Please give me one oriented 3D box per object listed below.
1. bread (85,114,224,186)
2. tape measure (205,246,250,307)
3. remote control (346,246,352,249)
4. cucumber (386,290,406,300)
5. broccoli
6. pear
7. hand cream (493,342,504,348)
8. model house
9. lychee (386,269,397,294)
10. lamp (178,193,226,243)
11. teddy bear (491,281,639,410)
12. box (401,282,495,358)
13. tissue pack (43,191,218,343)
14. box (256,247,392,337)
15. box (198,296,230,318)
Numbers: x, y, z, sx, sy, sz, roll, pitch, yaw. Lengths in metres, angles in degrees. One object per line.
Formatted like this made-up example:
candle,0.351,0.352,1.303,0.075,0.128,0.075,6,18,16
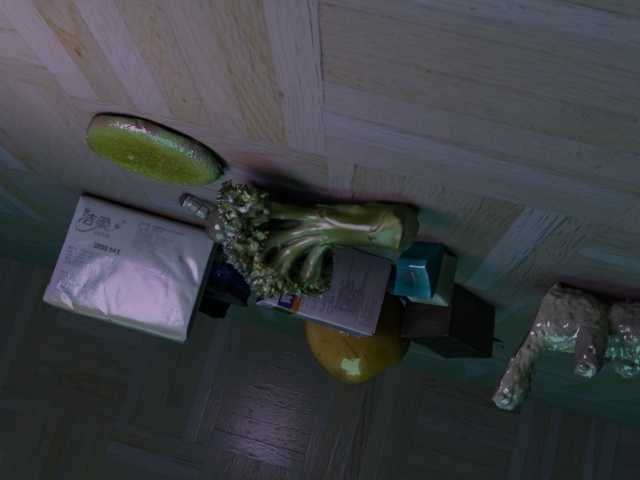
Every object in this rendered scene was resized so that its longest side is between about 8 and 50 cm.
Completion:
bread,-0.341,-0.173,1.506,0.301,0.045,0.301,14,166,4
tape measure,-0.356,0.099,2.348,0.262,0.138,0.259,12,164,16
remote control,-0.008,-0.021,1.757,0.184,0.027,0.050,19,164,6
cucumber,0.226,0.136,2.025,0.058,0.058,0.187,0,160,46
broccoli,0.000,-0.002,1.546,0.396,0.275,0.353,-5,-177,1
pear,0.105,0.245,2.087,0.314,0.314,0.314,15,165,4
hand cream,0.503,0.352,2.555,0.257,0.050,0.084,-5,157,39
model house,0.226,0.070,1.638,0.100,0.127,0.149,5,165,35
lychee,0.204,0.110,1.925,0.083,0.068,0.067,19,-175,-5
lamp,-0.275,-0.061,1.795,0.163,0.091,0.091,34,162,-9
teddy bear,0.619,0.267,1.600,0.362,0.375,0.327,26,-178,18
box,0.353,0.221,2.003,0.149,0.155,0.231,-8,152,41
tissue pack,-0.526,0.086,2.096,0.404,0.332,0.205,16,170,-2
box,0.010,0.108,1.863,0.299,0.200,0.106,19,167,-11
box,-0.517,0.144,2.584,0.350,0.091,0.359,26,-176,-37
